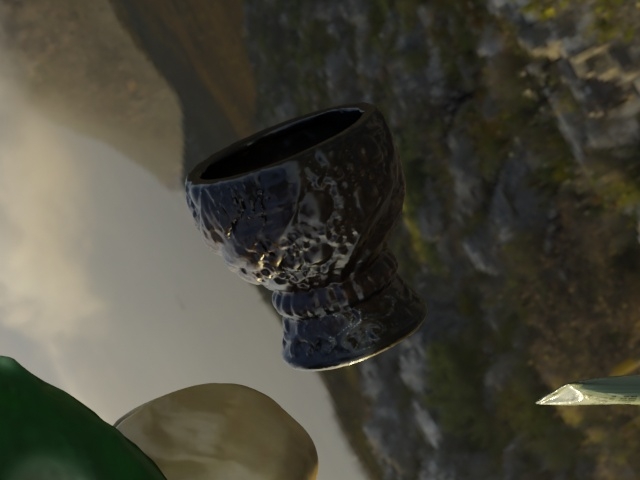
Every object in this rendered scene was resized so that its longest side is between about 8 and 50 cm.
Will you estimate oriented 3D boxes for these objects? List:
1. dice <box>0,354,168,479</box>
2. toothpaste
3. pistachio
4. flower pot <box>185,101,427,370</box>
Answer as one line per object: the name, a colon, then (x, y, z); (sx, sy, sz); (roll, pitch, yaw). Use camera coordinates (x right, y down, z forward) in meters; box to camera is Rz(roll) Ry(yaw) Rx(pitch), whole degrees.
dice: (-0.271, 0.263, 0.842); (0.297, 0.300, 0.287); (-29, 119, 37)
toothpaste: (0.360, 0.181, 1.552); (0.064, 0.218, 0.041); (-43, 53, 50)
pistachio: (-0.102, 0.199, 1.191); (0.117, 0.201, 0.145); (-142, 64, -85)
flower pot: (0.000, 0.000, 1.558); (0.267, 0.267, 0.266); (68, 164, -16)
